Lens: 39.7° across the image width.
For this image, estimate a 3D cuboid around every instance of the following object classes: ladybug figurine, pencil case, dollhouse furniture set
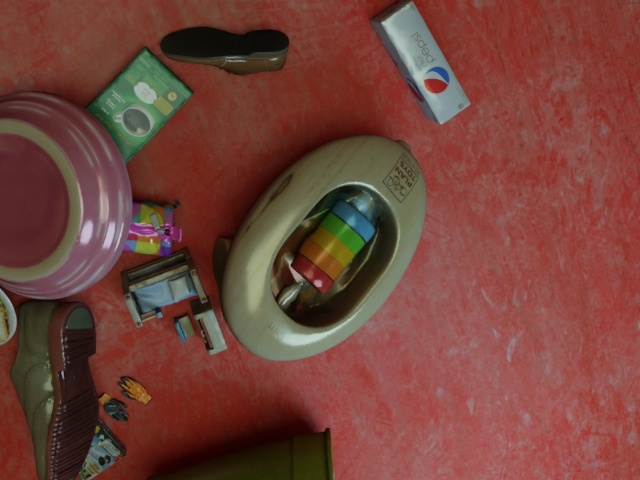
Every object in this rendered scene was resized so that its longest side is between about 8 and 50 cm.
[{"bbox_3d":[0.000,0.000,1.540,0.449,0.162,0.305,-48,117,-9],"label":"ladybug figurine"},{"bbox_3d":[-0.356,-0.030,1.497,0.236,0.104,0.104,6,105,-15],"label":"pencil case"},{"bbox_3d":[-0.254,0.132,1.556,0.129,0.129,0.183,-21,111,-7],"label":"dollhouse furniture set"}]

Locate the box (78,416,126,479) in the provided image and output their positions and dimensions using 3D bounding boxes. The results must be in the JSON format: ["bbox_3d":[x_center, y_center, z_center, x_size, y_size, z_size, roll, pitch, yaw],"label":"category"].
[{"bbox_3d":[-0.437,0.371,1.639,0.094,0.027,0.137,-33,112,-1],"label":"box"}]

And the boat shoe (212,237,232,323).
[{"bbox_3d":[-0.153,0.072,1.607,0.059,0.063,0.170,-17,112,-33],"label":"boat shoe"}]

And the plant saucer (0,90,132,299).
[{"bbox_3d":[-0.457,-0.065,1.381,0.332,0.084,0.332,4,101,19],"label":"plant saucer"}]

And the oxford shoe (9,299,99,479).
[{"bbox_3d":[-0.474,0.269,1.557,0.130,0.123,0.348,8,97,20],"label":"oxford shoe"}]

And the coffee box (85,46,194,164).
[{"bbox_3d":[-0.315,-0.220,1.478,0.113,0.040,0.184,42,93,-21],"label":"coffee box"}]

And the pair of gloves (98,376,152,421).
[{"bbox_3d":[-0.363,0.295,1.644,0.083,0.010,0.074,-40,112,1],"label":"pair of gloves"}]

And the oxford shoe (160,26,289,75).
[{"bbox_3d":[-0.160,-0.306,1.480,0.212,0.076,0.076,3,146,-5],"label":"oxford shoe"}]

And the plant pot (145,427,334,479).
[{"bbox_3d":[-0.144,0.539,1.622,0.353,0.366,0.366,-3,108,-1],"label":"plant pot"}]

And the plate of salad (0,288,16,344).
[{"bbox_3d":[-0.602,0.114,1.465,0.200,0.048,0.200,7,130,8],"label":"plate of salad"}]

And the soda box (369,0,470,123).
[{"bbox_3d":[0.175,-0.313,1.557,0.069,0.074,0.216,-36,112,-2],"label":"soda box"}]
